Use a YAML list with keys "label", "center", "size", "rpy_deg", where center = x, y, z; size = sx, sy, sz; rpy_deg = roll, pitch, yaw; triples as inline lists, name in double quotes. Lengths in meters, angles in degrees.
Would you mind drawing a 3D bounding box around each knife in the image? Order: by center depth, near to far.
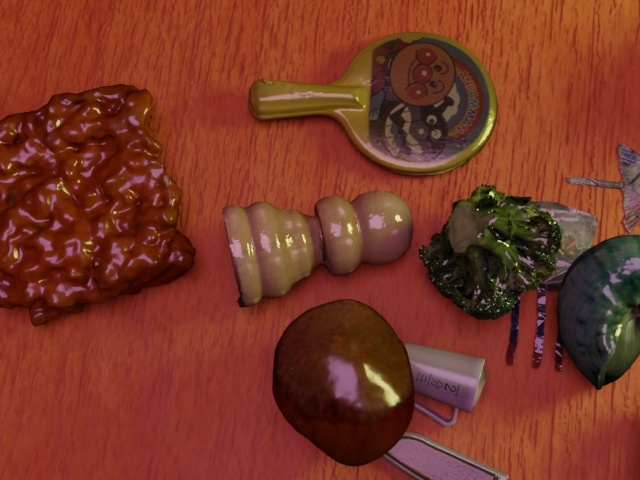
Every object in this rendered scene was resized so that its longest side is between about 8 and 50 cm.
- label: "knife"
  center: [0.223, 0.334, 1.264]
  size: [0.343, 0.027, 0.061]
  rpy_deg: [24, 83, 10]

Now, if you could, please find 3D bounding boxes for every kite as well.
- label: "kite"
  center: [0.311, 0.059, 1.332]
  size: [0.141, 0.015, 0.245]
  rpy_deg: [7, 76, 8]
- label: "kite"
  center: [0.432, -0.076, 1.362]
  size: [0.152, 0.005, 0.137]
  rpy_deg: [-3, 75, 4]

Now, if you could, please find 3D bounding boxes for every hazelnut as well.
- label: "hazelnut"
  center: [0.020, 0.184, 1.218]
  size: [0.210, 0.186, 0.210]
  rpy_deg: [-14, 69, 39]

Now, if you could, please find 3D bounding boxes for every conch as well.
- label: "conch"
  center: [0.406, 0.074, 1.263]
  size: [0.202, 0.196, 0.134]
  rpy_deg: [-24, 50, -21]

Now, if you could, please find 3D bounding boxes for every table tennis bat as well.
- label: "table tennis bat"
  center: [0.077, -0.207, 1.397]
  size: [0.368, 0.054, 0.224]
  rpy_deg: [3, 75, 1]

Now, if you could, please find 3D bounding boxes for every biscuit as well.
- label: "biscuit"
  center: [-0.357, -0.053, 1.360]
  size: [0.318, 0.110, 0.312]
  rpy_deg: [-19, 77, -1]

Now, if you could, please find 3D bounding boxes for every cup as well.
- label: "cup"
  center: [0.161, 0.196, 1.287]
  size: [0.116, 0.074, 0.104]
  rpy_deg: [14, 106, 11]

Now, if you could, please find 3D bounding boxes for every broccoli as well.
- label: "broccoli"
  center: [0.227, 0.013, 1.272]
  size: [0.195, 0.156, 0.196]
  rpy_deg: [-8, 68, 20]

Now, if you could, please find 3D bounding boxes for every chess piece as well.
- label: "chess piece"
  center: [0.000, 0.000, 1.321]
  size: [0.260, 0.143, 0.143]
  rpy_deg: [-11, 75, -6]
